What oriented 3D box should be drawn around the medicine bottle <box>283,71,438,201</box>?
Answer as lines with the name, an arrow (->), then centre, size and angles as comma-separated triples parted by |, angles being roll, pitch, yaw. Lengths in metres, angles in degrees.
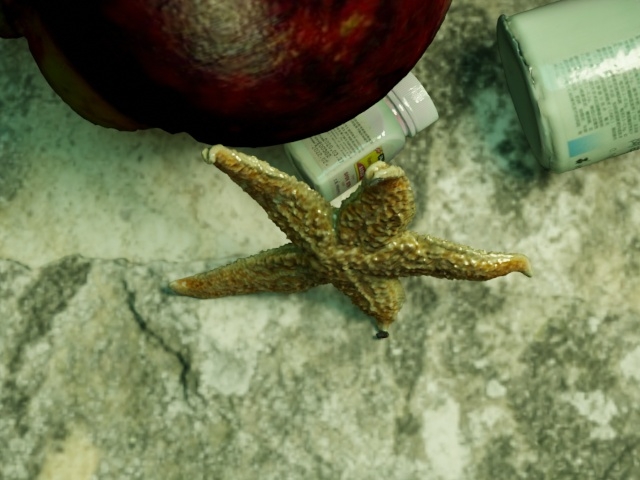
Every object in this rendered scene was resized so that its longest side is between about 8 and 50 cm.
medicine bottle -> 0.032, -0.086, 1.349 | 0.118, 0.074, 0.055 | -35, 76, -5

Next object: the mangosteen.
mangosteen -> -0.086, -0.269, 1.255 | 0.421, 0.381, 0.381 | 15, 76, 38

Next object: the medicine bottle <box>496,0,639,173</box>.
medicine bottle -> 0.236, -0.136, 1.316 | 0.168, 0.135, 0.135 | -19, 75, 1

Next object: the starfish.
starfish -> 0.001, -0.005, 1.275 | 0.295, 0.231, 0.048 | -3, 53, 23
